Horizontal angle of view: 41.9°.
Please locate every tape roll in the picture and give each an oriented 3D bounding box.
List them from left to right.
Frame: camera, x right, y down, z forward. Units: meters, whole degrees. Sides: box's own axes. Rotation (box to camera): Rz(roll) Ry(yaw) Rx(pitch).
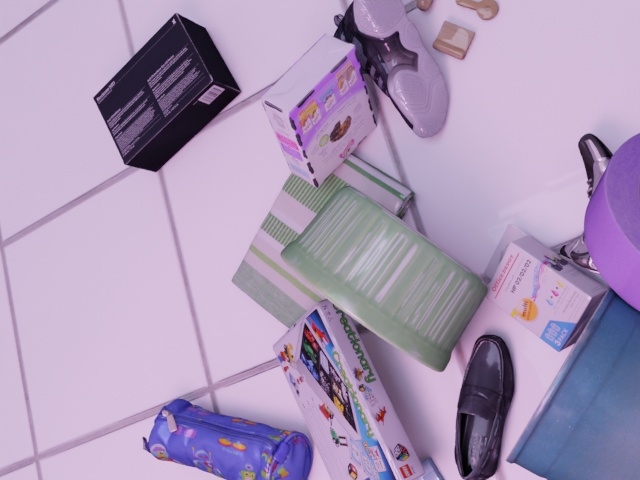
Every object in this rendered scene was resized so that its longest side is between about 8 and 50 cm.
[{"bbox_3d":[0.484,-0.019,1.061,0.274,0.090,0.275,1,54,-2],"label":"tape roll"}]

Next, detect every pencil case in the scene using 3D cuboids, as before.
[{"bbox_3d":[-0.166,0.363,1.474,0.306,0.133,0.119,8,54,31],"label":"pencil case"}]

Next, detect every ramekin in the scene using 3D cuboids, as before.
[{"bbox_3d":[0.103,0.049,1.261,0.303,0.303,0.148,37,93,30],"label":"ramekin"}]

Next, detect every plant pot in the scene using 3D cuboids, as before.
[{"bbox_3d":[0.418,0.238,1.070,0.255,0.271,0.272,32,100,18],"label":"plant pot"}]

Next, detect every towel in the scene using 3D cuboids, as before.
[{"bbox_3d":[0.000,0.000,1.481,0.248,0.038,0.325,36,103,31],"label":"towel"}]

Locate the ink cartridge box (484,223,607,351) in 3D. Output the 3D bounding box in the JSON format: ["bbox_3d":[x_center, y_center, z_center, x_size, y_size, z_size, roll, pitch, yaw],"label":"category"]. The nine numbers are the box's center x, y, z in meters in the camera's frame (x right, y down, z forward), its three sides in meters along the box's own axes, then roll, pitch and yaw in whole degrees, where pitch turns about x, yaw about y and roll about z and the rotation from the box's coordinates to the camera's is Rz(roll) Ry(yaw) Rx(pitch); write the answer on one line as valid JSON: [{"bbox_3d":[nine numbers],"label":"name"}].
[{"bbox_3d":[0.317,0.067,1.243,0.181,0.061,0.104,39,124,30],"label":"ink cartridge box"}]

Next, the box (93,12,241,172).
[{"bbox_3d":[-0.311,-0.292,1.673,0.261,0.103,0.184,-38,68,22],"label":"box"}]

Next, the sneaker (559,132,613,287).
[{"bbox_3d":[0.396,-0.035,1.216,0.132,0.086,0.229,-31,69,27],"label":"sneaker"}]

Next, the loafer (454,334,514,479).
[{"bbox_3d":[0.246,0.254,1.266,0.076,0.078,0.223,5,85,31],"label":"loafer"}]

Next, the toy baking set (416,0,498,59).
[{"bbox_3d":[0.197,-0.424,1.428,0.197,0.030,0.256,-39,71,14],"label":"toy baking set"}]

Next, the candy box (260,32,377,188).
[{"bbox_3d":[0.002,-0.211,1.385,0.070,0.196,0.165,32,70,31],"label":"candy box"}]

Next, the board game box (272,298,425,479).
[{"bbox_3d":[0.036,0.265,1.345,0.193,0.053,0.305,-47,63,51],"label":"board game box"}]

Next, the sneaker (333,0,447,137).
[{"bbox_3d":[0.110,-0.290,1.421,0.153,0.101,0.269,-17,101,60],"label":"sneaker"}]

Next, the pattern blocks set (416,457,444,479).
[{"bbox_3d":[0.194,0.521,1.290,0.285,0.026,0.325,-51,61,15],"label":"pattern blocks set"}]
